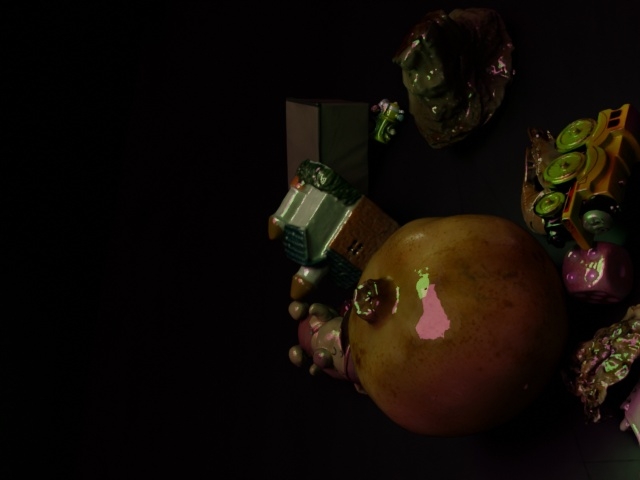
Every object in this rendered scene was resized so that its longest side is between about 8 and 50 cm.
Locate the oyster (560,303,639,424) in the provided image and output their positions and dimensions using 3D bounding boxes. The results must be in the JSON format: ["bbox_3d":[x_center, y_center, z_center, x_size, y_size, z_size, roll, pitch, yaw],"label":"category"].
[{"bbox_3d":[0.462,0.184,1.461,0.222,0.083,0.214,-63,-4,14],"label":"oyster"}]

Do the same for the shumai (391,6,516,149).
[{"bbox_3d":[0.258,-0.388,2.001,0.217,0.283,0.345,13,84,55],"label":"shumai"}]

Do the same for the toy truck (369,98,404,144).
[{"bbox_3d":[0.166,-0.297,2.278,0.077,0.076,0.111,31,100,33],"label":"toy truck"}]

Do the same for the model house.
[{"bbox_3d":[0.000,0.000,2.096,0.300,0.271,0.190,-56,30,-8],"label":"model house"}]

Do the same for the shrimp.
[{"bbox_3d":[0.441,-0.124,1.789,0.145,0.061,0.267,-48,39,43],"label":"shrimp"}]

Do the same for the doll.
[{"bbox_3d":[0.036,0.232,2.035,0.256,0.196,0.152,22,60,45],"label":"doll"}]

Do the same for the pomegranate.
[{"bbox_3d":[0.233,0.146,1.622,0.417,0.417,0.416,-32,47,42],"label":"pomegranate"}]

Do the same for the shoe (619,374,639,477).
[{"bbox_3d":[0.528,0.249,1.390,0.159,0.124,0.316,-34,45,51],"label":"shoe"}]

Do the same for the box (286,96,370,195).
[{"bbox_3d":[0.018,-0.234,2.291,0.188,0.153,0.252,26,120,59],"label":"box"}]

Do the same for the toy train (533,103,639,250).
[{"bbox_3d":[0.479,-0.111,1.597,0.161,0.100,0.296,-13,40,43],"label":"toy train"}]

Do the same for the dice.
[{"bbox_3d":[0.485,0.057,1.583,0.091,0.094,0.093,-11,62,48],"label":"dice"}]

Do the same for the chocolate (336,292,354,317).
[{"bbox_3d":[0.074,0.168,2.167,0.182,0.028,0.086,-43,42,30],"label":"chocolate"}]
